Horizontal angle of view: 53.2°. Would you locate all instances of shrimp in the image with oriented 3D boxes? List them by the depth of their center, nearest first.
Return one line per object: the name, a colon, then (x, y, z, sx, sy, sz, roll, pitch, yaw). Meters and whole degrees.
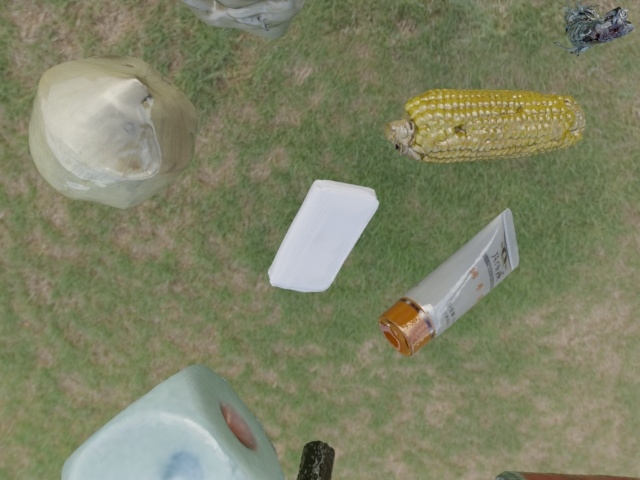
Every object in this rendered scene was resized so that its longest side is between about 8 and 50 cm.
shrimp: (0.375, -0.309, 0.914, 0.076, 0.174, 0.082, -25, 106, 11)

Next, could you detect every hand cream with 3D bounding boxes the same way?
hand cream: (0.242, 0.080, 1.128, 0.089, 0.314, 0.140, 27, 149, 47)

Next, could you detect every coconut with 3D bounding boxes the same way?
coconut: (-0.265, -0.146, 0.834, 0.224, 0.224, 0.224, 7, 128, 9)

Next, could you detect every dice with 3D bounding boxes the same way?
dice: (-0.235, 0.384, 1.050, 0.262, 0.268, 0.265, -38, 85, -1)

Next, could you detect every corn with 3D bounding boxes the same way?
corn: (0.211, -0.147, 0.818, 0.261, 0.097, 0.097, -4, 128, -8)

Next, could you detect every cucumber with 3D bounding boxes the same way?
cucumber: (-0.028, 0.501, 1.187, 0.072, 0.300, 0.072, 6, 122, 9)

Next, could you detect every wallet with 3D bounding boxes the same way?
wallet: (0.000, 0.000, 0.822, 0.095, 0.033, 0.190, 9, 132, -22)

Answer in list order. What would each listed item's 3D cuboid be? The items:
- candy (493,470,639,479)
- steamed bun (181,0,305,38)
candy: (0.186, 0.178, 0.390, 0.292, 0.086, 0.059, 6, 87, -7)
steamed bun: (-0.143, -0.482, 0.938, 0.255, 0.367, 0.342, -2, 97, -15)
